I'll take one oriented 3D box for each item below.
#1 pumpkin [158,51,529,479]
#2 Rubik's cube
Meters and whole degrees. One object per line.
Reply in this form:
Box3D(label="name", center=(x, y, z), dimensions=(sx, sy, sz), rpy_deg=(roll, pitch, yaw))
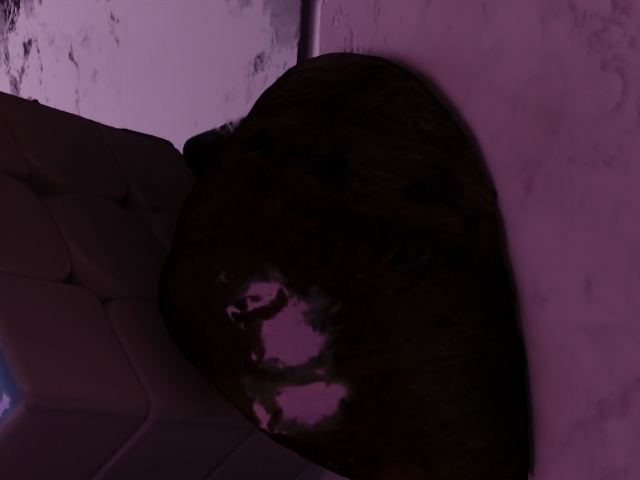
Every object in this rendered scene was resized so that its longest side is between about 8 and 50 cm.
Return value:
Box3D(label="pumpkin", center=(0.000, 0.000, 0.727), dimensions=(0.312, 0.148, 0.169), rpy_deg=(44, 135, 36))
Box3D(label="Rubik's cube", center=(-0.218, 0.097, 0.858), dimensions=(0.290, 0.291, 0.292), rpy_deg=(-46, 58, 22))
